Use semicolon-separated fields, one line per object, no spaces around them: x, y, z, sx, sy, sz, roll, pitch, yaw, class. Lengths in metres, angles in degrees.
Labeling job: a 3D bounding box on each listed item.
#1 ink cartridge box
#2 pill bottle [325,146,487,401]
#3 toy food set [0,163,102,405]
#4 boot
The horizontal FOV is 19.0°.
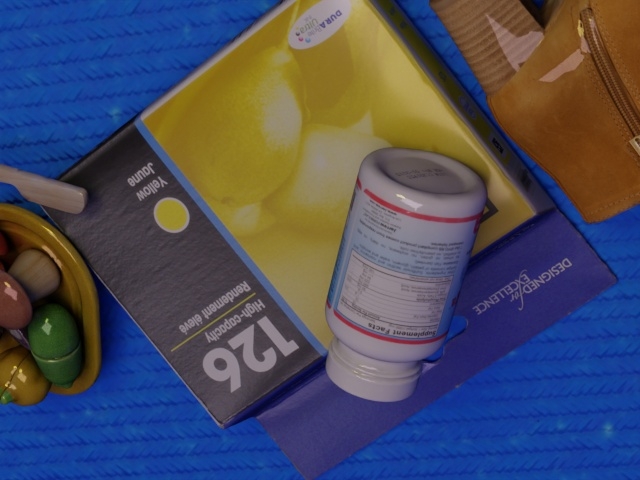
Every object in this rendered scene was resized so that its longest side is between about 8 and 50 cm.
0.000;0.000;1.379;0.304;0.072;0.307;-36;96;23;ink cartridge box
0.052;0.025;1.293;0.087;0.087;0.160;18;116;7;pill bottle
-0.234;0.046;1.422;0.128;0.071;0.218;22;134;24;toy food set
0.239;-0.156;1.251;0.295;0.104;0.211;-36;108;21;boot
